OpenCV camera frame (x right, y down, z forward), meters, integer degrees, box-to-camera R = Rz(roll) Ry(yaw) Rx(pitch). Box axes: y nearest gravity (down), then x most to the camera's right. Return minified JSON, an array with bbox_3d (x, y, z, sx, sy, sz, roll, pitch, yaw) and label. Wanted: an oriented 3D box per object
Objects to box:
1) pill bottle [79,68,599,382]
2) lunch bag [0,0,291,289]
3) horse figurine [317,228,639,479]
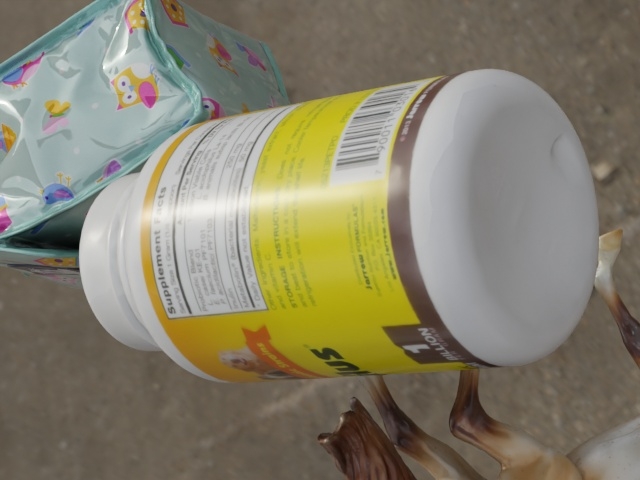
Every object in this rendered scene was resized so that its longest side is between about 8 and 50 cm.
[{"bbox_3d":[0.000,0.000,0.722,0.215,0.117,0.117,-7,64,40],"label":"pill bottle"},{"bbox_3d":[-0.160,-0.052,1.285,0.262,0.223,0.160,-34,70,15],"label":"lunch bag"},{"bbox_3d":[0.121,0.092,0.774,0.263,0.066,0.174,-17,79,-23],"label":"horse figurine"}]
